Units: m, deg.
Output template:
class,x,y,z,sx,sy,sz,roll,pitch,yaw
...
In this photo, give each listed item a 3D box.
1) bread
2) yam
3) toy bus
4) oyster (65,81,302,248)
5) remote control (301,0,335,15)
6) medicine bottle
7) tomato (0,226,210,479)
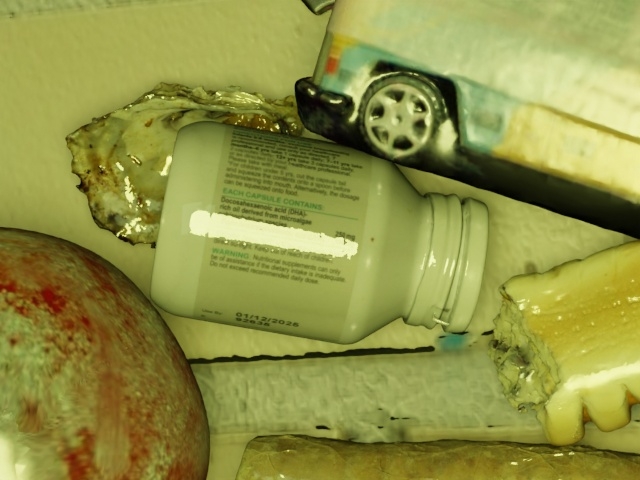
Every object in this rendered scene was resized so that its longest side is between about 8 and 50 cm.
class,x,y,z,sx,sy,sz,roll,pitch,yaw
bread,0.197,0.067,1.138,0.177,0.084,0.119,-18,59,12
yam,0.121,0.174,1.163,0.356,0.081,0.081,3,88,13
toy bus,0.192,-0.102,1.098,0.386,0.171,0.162,19,106,13
oyster,-0.094,-0.066,1.238,0.177,0.056,0.105,-29,93,12
remote control,-0.039,-0.259,1.247,0.059,0.028,0.212,-35,81,6
medicine bottle,0.000,0.000,1.162,0.215,0.135,0.135,10,90,-4
tomato,-0.232,0.145,1.153,0.316,0.282,0.317,-10,67,25
